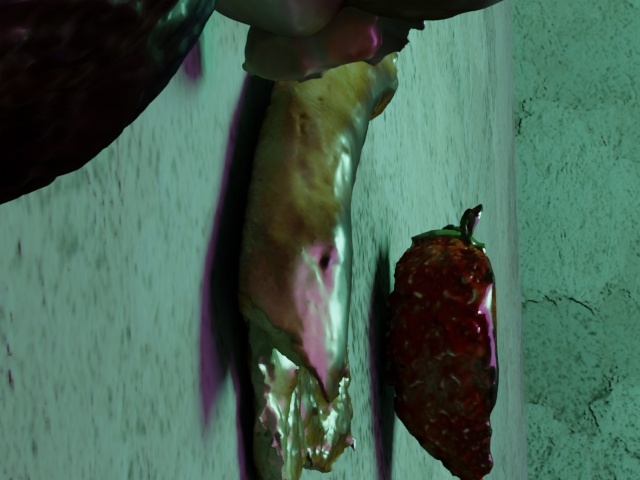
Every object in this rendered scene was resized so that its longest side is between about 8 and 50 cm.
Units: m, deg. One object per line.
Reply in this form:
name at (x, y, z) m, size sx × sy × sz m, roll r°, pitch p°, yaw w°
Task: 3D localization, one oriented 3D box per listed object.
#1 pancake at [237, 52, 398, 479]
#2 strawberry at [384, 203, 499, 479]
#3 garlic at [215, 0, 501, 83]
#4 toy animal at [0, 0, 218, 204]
pancake at (0.000, 0.000, 0.795) m, size 0.212 × 0.056 × 0.257 m, roll 35°, pitch 54°, yaw -76°
strawberry at (0.089, 0.075, 1.168) m, size 0.140 × 0.085 × 0.192 m, roll -84°, pitch 175°, yaw -69°
garlic at (0.017, -0.188, 0.652) m, size 0.191 × 0.160 × 0.214 m, roll 77°, pitch 18°, yaw -63°
toy animal at (-0.064, -0.069, 0.327) m, size 0.218 × 0.116 × 0.179 m, roll 83°, pitch 10°, yaw -58°
